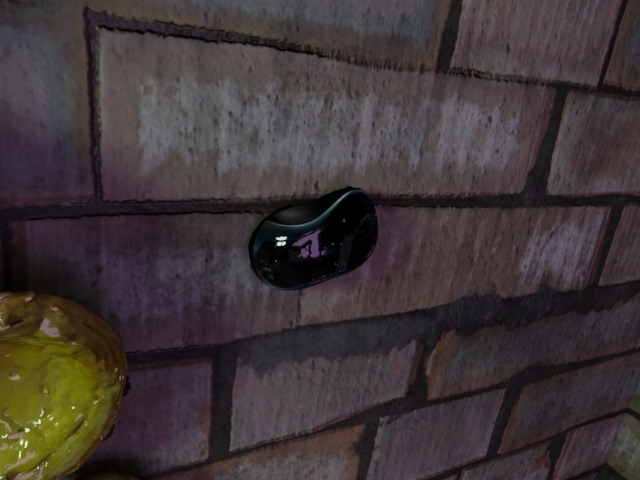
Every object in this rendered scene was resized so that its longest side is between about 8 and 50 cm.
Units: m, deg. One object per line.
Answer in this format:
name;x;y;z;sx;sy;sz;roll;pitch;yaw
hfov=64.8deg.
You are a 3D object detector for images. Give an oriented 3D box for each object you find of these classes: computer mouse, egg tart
computer mouse;0.000;0.000;0.820;0.233;0.096;0.137;-28;122;-15
egg tart;-0.415;0.186;0.629;0.345;0.132;0.345;-17;128;-23

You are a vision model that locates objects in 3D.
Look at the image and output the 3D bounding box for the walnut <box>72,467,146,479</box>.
walnut;-0.339;0.442;0.797;0.166;0.149;0.167;2;82;-11
